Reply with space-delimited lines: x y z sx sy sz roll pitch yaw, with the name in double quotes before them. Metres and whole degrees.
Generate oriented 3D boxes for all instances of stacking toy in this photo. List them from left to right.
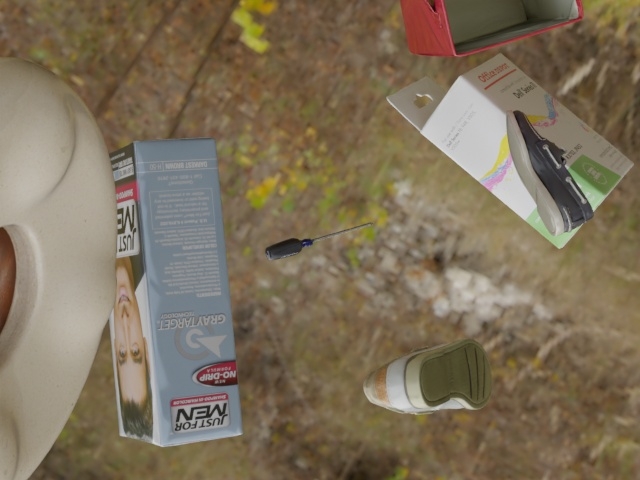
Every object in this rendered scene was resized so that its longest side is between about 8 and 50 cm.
"stacking toy" -0.426 0.000 1.038 0.479 0.351 0.351 13 154 17

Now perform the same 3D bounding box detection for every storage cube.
"storage cube" 0.210 -0.359 1.824 0.193 0.215 0.184 -149 42 -74

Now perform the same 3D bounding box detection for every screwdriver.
"screwdriver" 0.000 0.000 1.883 0.024 0.169 0.025 50 142 41

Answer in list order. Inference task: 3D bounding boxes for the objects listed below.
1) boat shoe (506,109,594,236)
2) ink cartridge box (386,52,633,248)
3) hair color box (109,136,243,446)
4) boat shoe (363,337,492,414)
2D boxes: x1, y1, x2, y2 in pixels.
"boat shoe" 0.311 -0.099 1.866 0.065 0.206 0.075 -17 148 -5
"ink cartridge box" 0.295 -0.168 2.109 0.353 0.207 0.119 40 119 8
"hair color box" -0.198 0.066 1.747 0.113 0.375 0.185 -5 179 -24
"boat shoe" 0.169 0.207 2.070 0.103 0.113 0.302 -8 170 29
